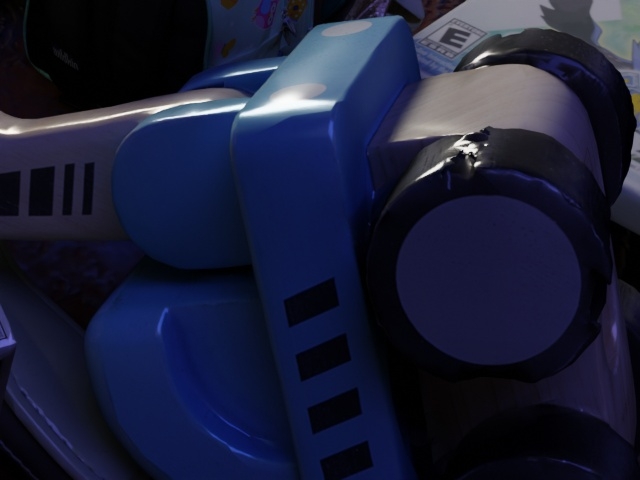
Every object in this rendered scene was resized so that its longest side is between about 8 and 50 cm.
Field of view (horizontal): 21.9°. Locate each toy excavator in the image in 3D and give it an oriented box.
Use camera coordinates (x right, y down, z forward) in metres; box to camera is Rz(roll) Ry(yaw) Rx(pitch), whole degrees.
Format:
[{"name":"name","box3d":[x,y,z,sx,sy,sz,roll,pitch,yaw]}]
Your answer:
[{"name":"toy excavator","box3d":[-0.069,-0.011,0.834,0.445,0.432,0.222,-7,22,16]}]

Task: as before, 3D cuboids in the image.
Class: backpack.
[{"name":"backpack","box3d":[-0.088,-0.157,0.972,0.166,0.188,0.144,40,63,23]}]

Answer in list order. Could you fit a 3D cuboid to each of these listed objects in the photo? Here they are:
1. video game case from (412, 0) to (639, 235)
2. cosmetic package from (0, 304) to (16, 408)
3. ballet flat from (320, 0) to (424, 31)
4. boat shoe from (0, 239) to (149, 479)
[{"name":"video game case","box3d":[0.256,-0.107,1.107,0.329,0.036,0.300,31,48,28]},{"name":"cosmetic package","box3d":[-0.202,0.097,0.727,0.099,0.239,0.060,-14,62,-26]},{"name":"ballet flat","box3d":[0.027,-0.132,1.065,0.067,0.073,0.206,23,77,-15]},{"name":"boat shoe","box3d":[-0.175,0.061,0.878,0.227,0.068,0.081,51,26,19]}]
